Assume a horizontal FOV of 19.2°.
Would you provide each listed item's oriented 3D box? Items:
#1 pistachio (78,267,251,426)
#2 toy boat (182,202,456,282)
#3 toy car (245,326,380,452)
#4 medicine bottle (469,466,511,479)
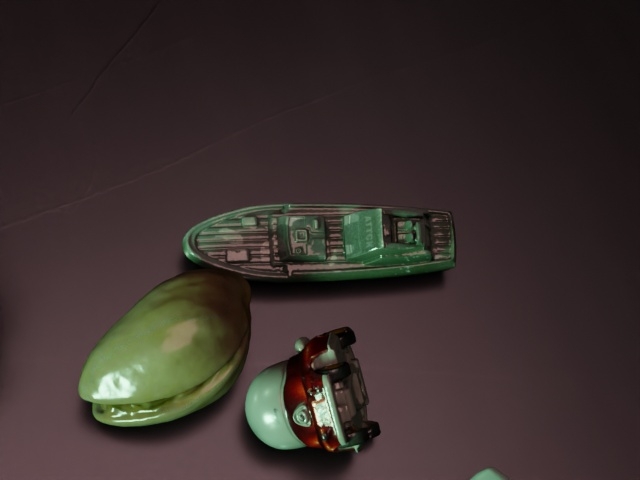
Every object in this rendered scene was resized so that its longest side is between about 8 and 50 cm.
[{"bbox_3d":[-0.137,0.099,1.725,0.185,0.124,0.124,-30,78,-9],"label":"pistachio"},{"bbox_3d":[0.000,0.000,1.785,0.260,0.085,0.078,-1,73,-7],"label":"toy boat"},{"bbox_3d":[-0.014,0.148,1.720,0.112,0.139,0.112,-14,96,9],"label":"toy car"},{"bbox_3d":[0.113,0.321,1.697,0.229,0.083,0.121,-42,80,-17],"label":"medicine bottle"}]
